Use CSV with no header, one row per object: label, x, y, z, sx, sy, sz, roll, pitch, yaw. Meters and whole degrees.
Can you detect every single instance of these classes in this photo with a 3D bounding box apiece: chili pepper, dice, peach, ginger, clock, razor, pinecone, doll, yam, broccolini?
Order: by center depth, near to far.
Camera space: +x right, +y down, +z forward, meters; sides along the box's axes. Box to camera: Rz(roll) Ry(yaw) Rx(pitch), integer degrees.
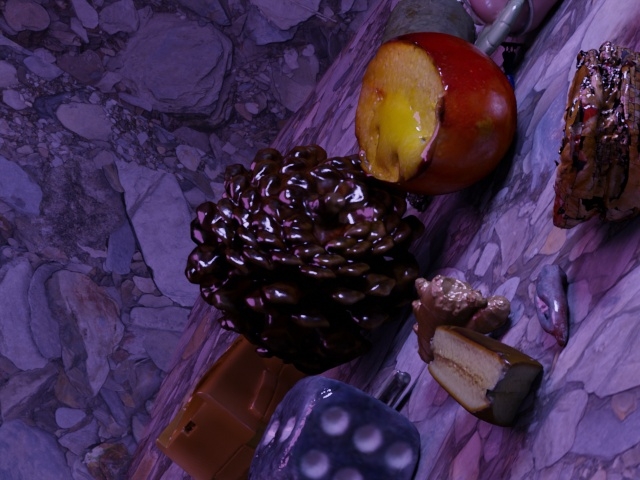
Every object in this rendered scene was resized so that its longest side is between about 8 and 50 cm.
chili pepper,0.283,0.074,1.670,0.153,0.041,0.050,-77,-22,-54
ginger,0.171,0.111,1.865,0.205,0.115,0.081,130,149,-52
dice,0.018,0.302,1.875,0.181,0.182,0.183,-65,12,-17
peach,0.174,-0.195,2.181,0.281,0.281,0.338,-55,-3,23
pinecone,-0.034,0.037,2.288,0.397,0.398,0.397,-56,13,19
razor,0.333,-0.303,2.398,0.154,0.044,0.028,-79,-8,-50
doll,0.320,-0.469,2.400,0.284,0.216,0.268,-82,19,-56
broccolini,0.204,-0.132,2.527,0.044,0.042,0.218,-50,9,43
clock,-0.138,0.292,2.575,0.244,0.200,0.317,-46,10,41
yam,0.201,-0.340,2.633,0.195,0.195,0.300,-51,14,36

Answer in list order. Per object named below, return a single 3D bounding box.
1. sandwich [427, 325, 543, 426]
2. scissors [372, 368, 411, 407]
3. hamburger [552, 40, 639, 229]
sandwich,0.206,0.168,1.669,0.244,0.088,0.090,-149,80,-74
scissors,0.053,0.302,2.069,0.289,0.041,0.138,-55,5,26
hamburger,0.338,-0.121,1.634,0.231,0.107,0.230,4,-90,-81
